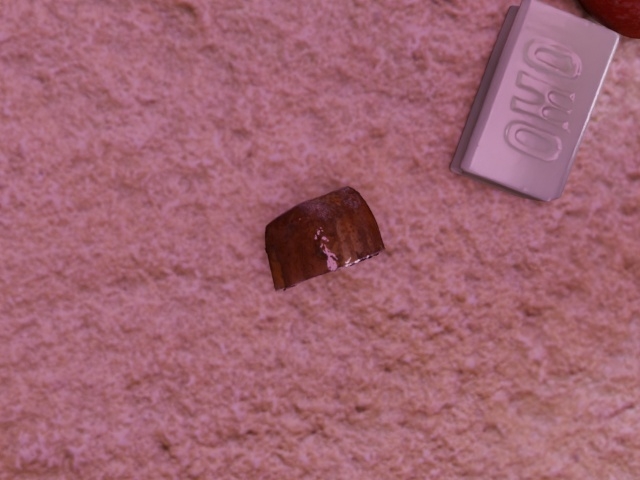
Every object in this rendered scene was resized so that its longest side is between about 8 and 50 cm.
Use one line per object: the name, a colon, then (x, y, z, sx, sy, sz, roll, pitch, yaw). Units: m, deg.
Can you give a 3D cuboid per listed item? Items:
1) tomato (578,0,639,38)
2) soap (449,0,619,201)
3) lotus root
tomato: (0.355, -0.310, 0.979, 0.187, 0.151, 0.187, -1, 93, -12)
soap: (0.234, -0.150, 1.016, 0.119, 0.066, 0.198, 20, 91, -6)
lotus root: (-0.002, 0.001, 0.977, 0.122, 0.112, 0.081, -23, 86, -36)
